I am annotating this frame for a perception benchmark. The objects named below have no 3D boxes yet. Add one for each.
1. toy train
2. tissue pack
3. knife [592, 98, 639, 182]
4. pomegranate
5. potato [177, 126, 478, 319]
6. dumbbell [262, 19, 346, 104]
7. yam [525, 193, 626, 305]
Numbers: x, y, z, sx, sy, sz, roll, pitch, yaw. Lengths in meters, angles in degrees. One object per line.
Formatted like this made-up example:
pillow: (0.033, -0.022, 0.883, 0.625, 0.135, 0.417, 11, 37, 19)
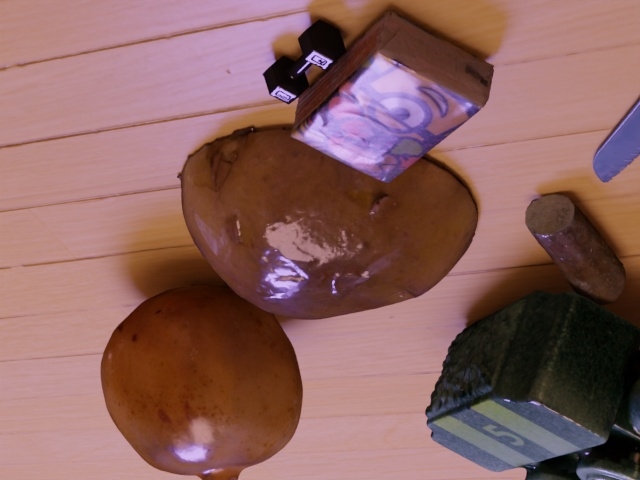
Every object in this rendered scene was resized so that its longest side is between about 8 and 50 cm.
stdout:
toy train: (0.248, 0.176, 1.323, 0.238, 0.167, 0.299, 28, 156, -8)
tissue pack: (0.058, -0.117, 1.070, 0.108, 0.060, 0.148, 25, 145, -20)
knife: (0.292, -0.131, 1.031, 0.044, 0.019, 0.313, 13, 149, -10)
pomegranate: (-0.128, 0.151, 1.390, 0.233, 0.233, 0.233, 7, 147, 5)
potato: (0.000, 0.000, 1.224, 0.299, 0.116, 0.239, 7, 142, 2)
dumbbell: (-0.014, -0.148, 1.064, 0.036, 0.040, 0.083, -6, 159, -37)
yam: (0.246, 0.009, 1.219, 0.054, 0.054, 0.132, -14, 139, 32)
